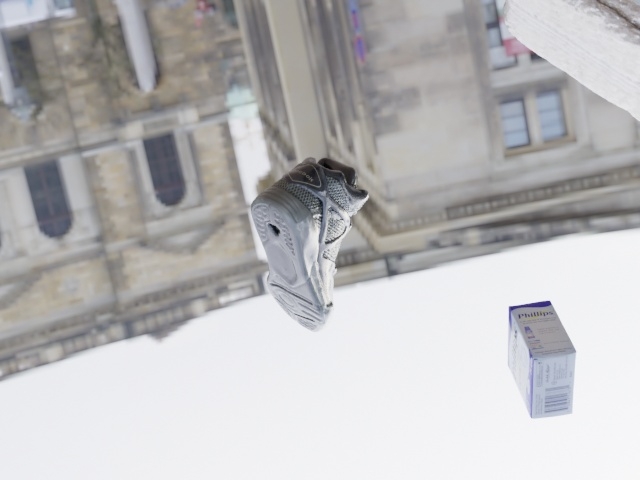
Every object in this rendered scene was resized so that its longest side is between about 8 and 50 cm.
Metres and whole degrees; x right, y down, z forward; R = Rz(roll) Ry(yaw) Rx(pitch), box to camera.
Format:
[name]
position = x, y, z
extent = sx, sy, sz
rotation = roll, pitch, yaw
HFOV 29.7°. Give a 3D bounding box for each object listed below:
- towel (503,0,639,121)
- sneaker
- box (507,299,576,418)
[towel]
position = 0.313, -0.213, 1.307
extent = 0.049, 0.282, 0.187
rotation = -50, 161, -7
[sneaker]
position = 0.000, 0.000, 1.297
extent = 0.087, 0.227, 0.130
rotation = 27, -123, 30
[box]
position = 0.343, 0.184, 1.881
extent = 0.072, 0.126, 0.137
rotation = -8, -146, -4
